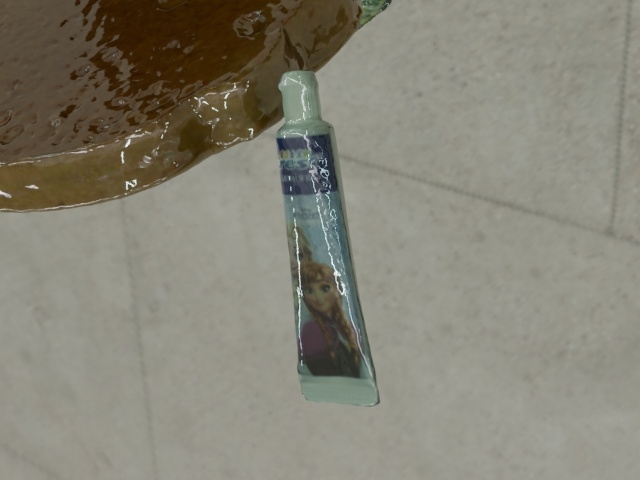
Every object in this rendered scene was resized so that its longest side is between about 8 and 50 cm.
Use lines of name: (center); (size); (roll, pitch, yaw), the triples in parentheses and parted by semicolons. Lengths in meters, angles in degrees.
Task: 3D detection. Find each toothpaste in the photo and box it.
toothpaste: (0.000, 0.000, 0.822); (0.062, 0.037, 0.216); (0, 101, 38)

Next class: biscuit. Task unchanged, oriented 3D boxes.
biscuit: (-0.138, -0.160, 0.986); (0.358, 0.381, 0.074); (0, 131, 23)

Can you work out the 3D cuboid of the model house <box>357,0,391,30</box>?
model house: (-0.060, -0.401, 1.543); (0.261, 0.266, 0.321); (48, 120, 34)
